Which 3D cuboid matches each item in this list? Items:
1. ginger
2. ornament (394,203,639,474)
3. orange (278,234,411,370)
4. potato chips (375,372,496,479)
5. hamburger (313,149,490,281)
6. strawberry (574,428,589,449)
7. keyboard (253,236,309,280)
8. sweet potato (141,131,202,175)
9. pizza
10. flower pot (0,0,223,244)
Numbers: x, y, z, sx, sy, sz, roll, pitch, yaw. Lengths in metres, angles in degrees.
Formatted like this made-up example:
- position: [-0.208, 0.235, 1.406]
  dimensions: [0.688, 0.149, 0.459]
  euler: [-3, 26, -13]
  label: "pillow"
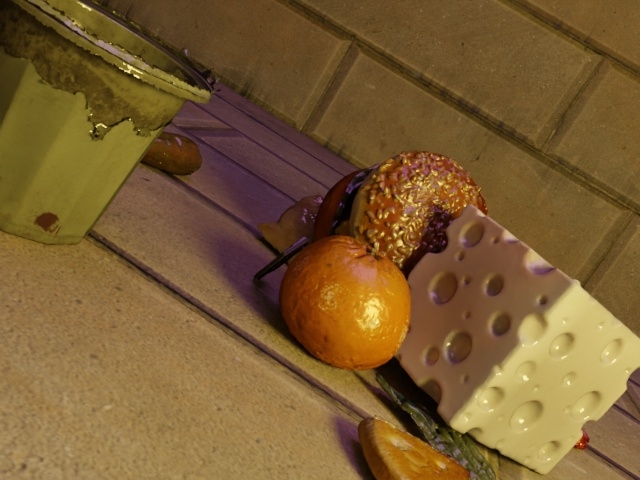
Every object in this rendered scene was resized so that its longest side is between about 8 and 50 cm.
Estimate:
- position: [0.001, 0.004, 1.281]
  dimensions: [0.193, 0.122, 0.115]
  euler: [45, 5, 18]
  label: "ginger"
- position: [0.266, 0.139, 1.013]
  dimensions: [0.239, 0.240, 0.240]
  euler: [33, 10, -35]
  label: "ornament"
- position: [0.036, 0.079, 0.962]
  dimensions: [0.193, 0.161, 0.193]
  euler: [34, 10, -7]
  label: "orange"
- position: [0.148, 0.244, 0.899]
  dimensions: [0.092, 0.028, 0.207]
  euler: [18, 20, -49]
  label: "potato chips"
- position: [0.141, -0.007, 1.184]
  dimensions: [0.291, 0.291, 0.225]
  euler: [25, -14, -27]
  label: "hamburger"
- position: [0.390, 0.298, 1.212]
  dimensions: [0.152, 0.048, 0.104]
  euler: [49, 10, 14]
  label: "strawberry"
- position: [-0.058, 0.029, 1.032]
  dimensions: [0.015, 0.049, 0.129]
  euler: [52, -30, -1]
  label: "keyboard"
- position: [-0.327, -0.174, 1.292]
  dimensions: [0.273, 0.075, 0.075]
  euler: [12, 22, -44]
  label: "sweet potato"
- position: [0.107, 0.251, 0.746]
  dimensions: [0.178, 0.041, 0.131]
  euler: [40, 18, 34]
  label: "pizza"
- position: [-0.294, -0.145, 0.825]
  dimensions: [0.290, 0.259, 0.290]
  euler: [31, 12, -7]
  label: "flower pot"
